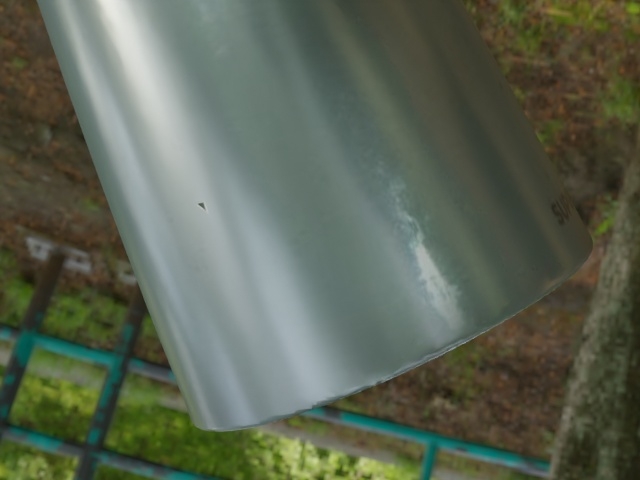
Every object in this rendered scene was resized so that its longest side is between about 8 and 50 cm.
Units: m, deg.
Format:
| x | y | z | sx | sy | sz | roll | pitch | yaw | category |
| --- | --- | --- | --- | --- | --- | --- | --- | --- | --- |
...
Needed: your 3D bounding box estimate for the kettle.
| x | y | z | sx | sy | sz | roll | pitch | yaw | category |
| --- | --- | --- | --- | --- | --- | --- | --- | --- | --- |
| -0.013 | -0.082 | 0.476 | 0.160 | 0.210 | 0.243 | -22 | 95 | 26 | kettle |
